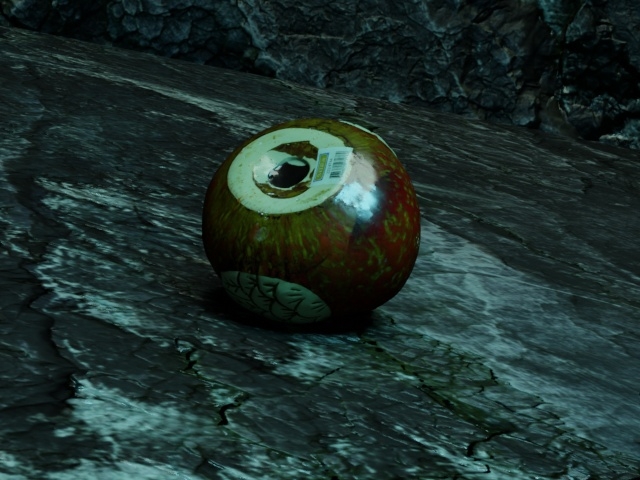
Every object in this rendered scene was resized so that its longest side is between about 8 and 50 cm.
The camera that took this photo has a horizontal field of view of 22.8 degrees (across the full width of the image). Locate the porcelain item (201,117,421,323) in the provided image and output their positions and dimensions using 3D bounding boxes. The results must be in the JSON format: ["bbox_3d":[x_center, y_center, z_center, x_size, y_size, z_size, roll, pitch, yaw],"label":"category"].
[{"bbox_3d":[0.000,0.000,1.725,0.253,0.253,0.253,9,13,-2],"label":"porcelain item"}]

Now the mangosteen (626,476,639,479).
[{"bbox_3d":[0.244,0.214,1.179,0.081,0.081,0.081,9,13,-2],"label":"mangosteen"}]
